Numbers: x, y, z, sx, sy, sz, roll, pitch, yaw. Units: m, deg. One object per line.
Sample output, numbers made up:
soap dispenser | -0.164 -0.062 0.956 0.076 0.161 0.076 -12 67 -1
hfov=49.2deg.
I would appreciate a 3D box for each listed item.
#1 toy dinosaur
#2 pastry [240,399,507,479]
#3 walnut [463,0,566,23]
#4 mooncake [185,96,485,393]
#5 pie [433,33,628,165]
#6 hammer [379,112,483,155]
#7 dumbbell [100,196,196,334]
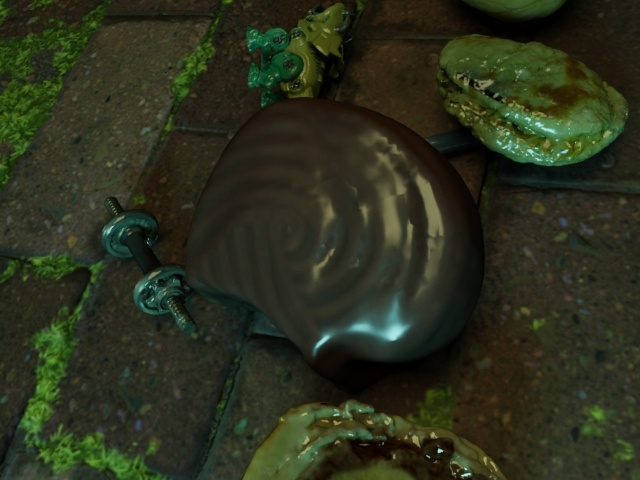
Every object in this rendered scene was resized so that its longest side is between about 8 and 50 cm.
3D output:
toy dinosaur | -0.034 -0.232 1.010 0.153 0.094 0.259 -1 67 20
pastry | 0.028 0.281 0.611 0.236 0.170 0.256 21 64 0
walnut | 0.268 -0.406 0.971 0.193 0.193 0.225 -43 47 -12
mooncake | 0.000 0.000 0.771 0.333 0.174 0.326 -29 67 16
pie | 0.255 -0.185 0.866 0.248 0.090 0.201 33 52 23
hammer | 0.140 -0.123 0.904 0.193 0.070 0.116 -13 55 -2
dumbbell | -0.225 0.026 0.903 0.081 0.082 0.254 -36 56 -7
